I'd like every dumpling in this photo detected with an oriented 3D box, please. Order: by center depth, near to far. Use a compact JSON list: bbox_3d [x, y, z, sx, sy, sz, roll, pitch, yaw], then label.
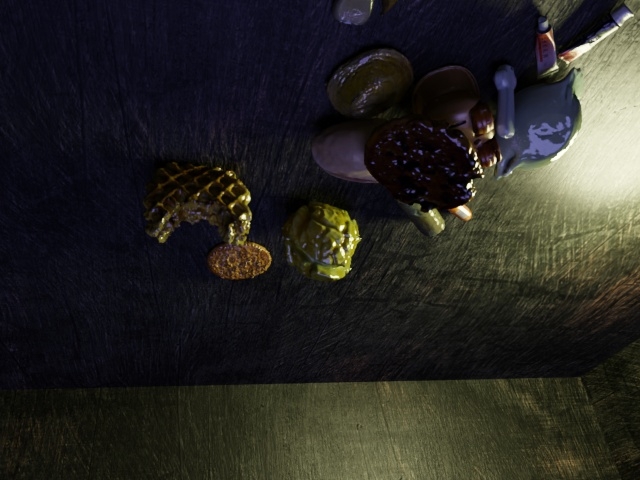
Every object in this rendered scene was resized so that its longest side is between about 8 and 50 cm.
[{"bbox_3d":[0.637,-0.316,1.617,0.321,0.211,0.270,-20,147,33],"label":"dumpling"}]

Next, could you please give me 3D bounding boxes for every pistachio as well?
[{"bbox_3d":[0.129,-0.260,1.610,0.300,0.187,0.187,-3,145,6],"label":"pistachio"}]

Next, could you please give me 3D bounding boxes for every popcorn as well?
[{"bbox_3d":[0.009,0.001,1.892,0.247,0.282,0.282,15,152,23],"label":"popcorn"}]

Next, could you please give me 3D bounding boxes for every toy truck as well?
[{"bbox_3d":[0.378,-0.320,1.558,0.204,0.211,0.288,-17,140,13],"label":"toy truck"}]

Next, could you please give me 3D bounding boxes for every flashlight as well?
[{"bbox_3d":[0.507,-0.380,1.521,0.048,0.200,0.093,-2,176,42],"label":"flashlight"}]

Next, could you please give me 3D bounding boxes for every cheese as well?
[{"bbox_3d":[0.094,-0.587,1.272,0.097,0.037,0.192,4,144,-18],"label":"cheese"}]

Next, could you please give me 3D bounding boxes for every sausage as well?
[{"bbox_3d":[0.437,-0.147,1.945,0.053,0.053,0.348,-33,138,31],"label":"sausage"}]

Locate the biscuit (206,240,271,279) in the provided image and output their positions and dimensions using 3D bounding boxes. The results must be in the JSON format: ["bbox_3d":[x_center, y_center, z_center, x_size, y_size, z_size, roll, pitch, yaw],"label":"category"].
[{"bbox_3d":[-0.315,0.082,2.131,0.254,0.035,0.254,-6,145,-4],"label":"biscuit"}]

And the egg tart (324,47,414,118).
[{"bbox_3d":[0.141,-0.406,1.494,0.253,0.098,0.231,-10,148,-4],"label":"egg tart"}]

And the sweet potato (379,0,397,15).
[{"bbox_3d":[0.169,-0.627,1.206,0.075,0.074,0.269,-5,136,-4],"label":"sweet potato"}]

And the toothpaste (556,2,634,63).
[{"bbox_3d":[0.725,-0.541,1.463,0.071,0.045,0.193,4,149,-42],"label":"toothpaste"}]

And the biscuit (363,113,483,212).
[{"bbox_3d":[0.278,-0.207,1.471,0.290,0.081,0.334,-15,134,36],"label":"biscuit"}]

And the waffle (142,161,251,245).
[{"bbox_3d":[-0.367,-0.103,1.669,0.324,0.261,0.151,7,150,-16],"label":"waffle"}]

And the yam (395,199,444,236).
[{"bbox_3d":[0.347,-0.109,1.938,0.106,0.106,0.259,-23,141,20],"label":"yam"}]

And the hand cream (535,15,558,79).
[{"bbox_3d":[0.603,-0.515,1.486,0.052,0.038,0.216,6,157,30],"label":"hand cream"}]
